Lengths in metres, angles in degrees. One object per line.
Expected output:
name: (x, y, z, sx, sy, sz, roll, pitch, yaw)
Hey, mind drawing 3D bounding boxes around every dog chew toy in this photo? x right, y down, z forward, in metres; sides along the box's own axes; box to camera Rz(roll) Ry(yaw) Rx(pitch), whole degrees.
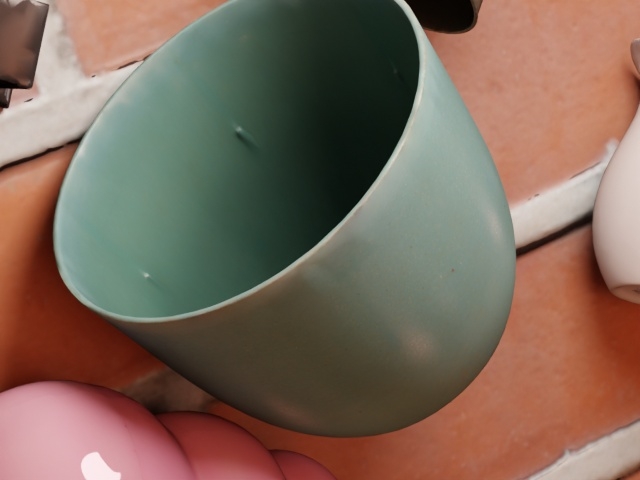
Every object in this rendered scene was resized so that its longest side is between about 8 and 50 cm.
dog chew toy: (-0.112, 0.205, 1.384, 0.332, 0.206, 0.206, 8, 91, -38)

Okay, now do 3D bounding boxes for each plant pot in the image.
plant pot: (0.000, 0.000, 1.383, 0.293, 0.293, 0.235, -54, 131, -14)

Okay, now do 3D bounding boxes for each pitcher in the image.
pitcher: (0.309, -0.045, 1.650, 0.178, 0.125, 0.207, 23, 72, -45)

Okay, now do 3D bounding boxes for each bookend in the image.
bookend: (-0.241, -0.136, 1.292, 0.157, 0.156, 0.072, 13, 88, -31)

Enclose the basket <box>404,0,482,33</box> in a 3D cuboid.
basket: (0.086, -0.303, 1.472, 0.204, 0.154, 0.227, 39, 72, -28)
